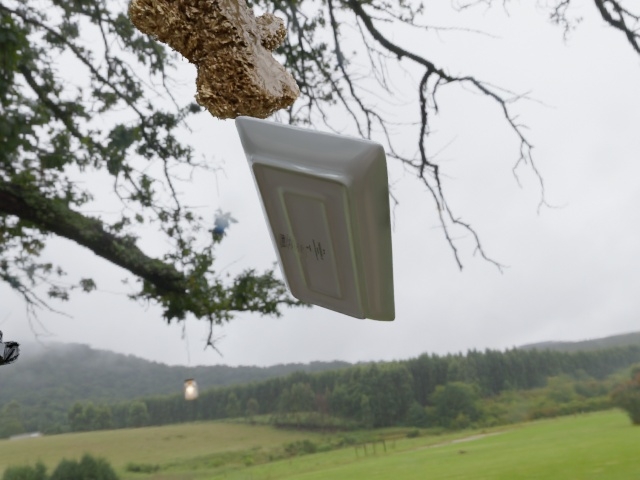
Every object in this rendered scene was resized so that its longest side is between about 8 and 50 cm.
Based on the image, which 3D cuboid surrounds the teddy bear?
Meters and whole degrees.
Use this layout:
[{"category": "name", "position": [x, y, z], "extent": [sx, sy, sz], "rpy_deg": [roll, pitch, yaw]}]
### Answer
[{"category": "teddy bear", "position": [-0.163, -0.323, 0.810], "extent": [0.113, 0.338, 0.245], "rpy_deg": [-27, 13, 39]}]

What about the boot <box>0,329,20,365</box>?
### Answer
[{"category": "boot", "position": [-0.870, 0.265, 1.288], "extent": [0.207, 0.094, 0.246], "rpy_deg": [-20, -25, 5]}]

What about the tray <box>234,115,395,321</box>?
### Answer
[{"category": "tray", "position": [0.000, 0.000, 0.553], "extent": [0.145, 0.030, 0.270], "rpy_deg": [16, -35, 22]}]
